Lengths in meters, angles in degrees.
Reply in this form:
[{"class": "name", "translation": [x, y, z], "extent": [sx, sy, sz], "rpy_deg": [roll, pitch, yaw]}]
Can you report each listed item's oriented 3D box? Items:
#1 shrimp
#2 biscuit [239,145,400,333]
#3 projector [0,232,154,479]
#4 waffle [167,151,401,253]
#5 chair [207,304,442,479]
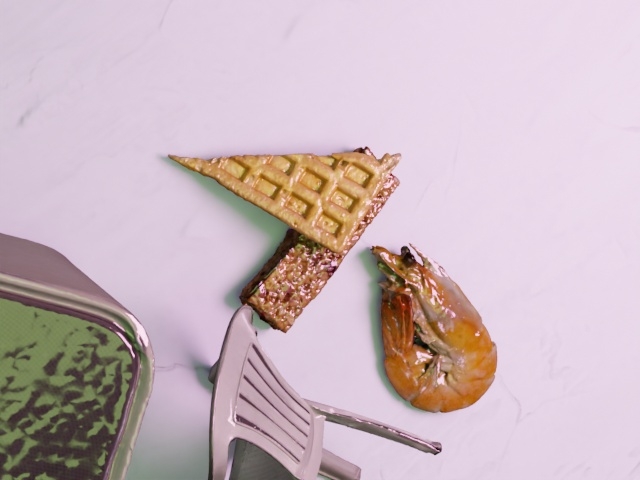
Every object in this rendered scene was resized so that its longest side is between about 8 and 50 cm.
[{"class": "shrimp", "translation": [0.107, 0.093, 1.535], "extent": [0.115, 0.051, 0.217], "rpy_deg": [-37, 115, -10]}, {"class": "biscuit", "translation": [0.000, 0.000, 1.475], "extent": [0.064, 0.034, 0.199], "rpy_deg": [42, 84, -25]}, {"class": "projector", "translation": [-0.305, 0.124, 1.249], "extent": [0.249, 0.249, 0.248], "rpy_deg": [17, 94, -24]}, {"class": "waffle", "translation": [-0.033, -0.081, 1.429], "extent": [0.191, 0.032, 0.125], "rpy_deg": [33, 86, -9]}, {"class": "chair", "translation": [-0.031, 0.205, 1.394], "extent": [0.275, 0.190, 0.203], "rpy_deg": [31, 45, -23]}]
